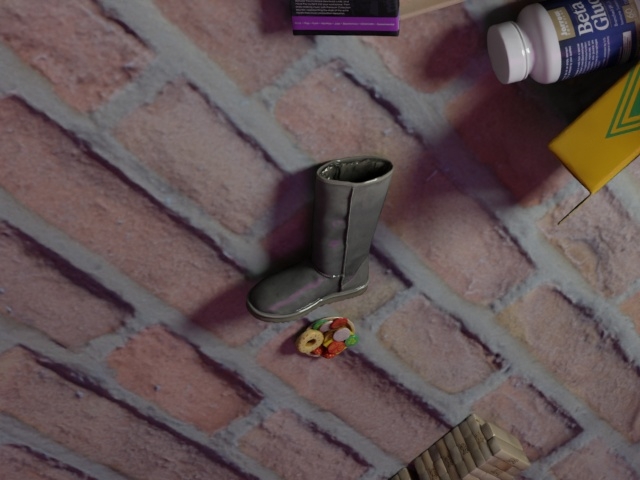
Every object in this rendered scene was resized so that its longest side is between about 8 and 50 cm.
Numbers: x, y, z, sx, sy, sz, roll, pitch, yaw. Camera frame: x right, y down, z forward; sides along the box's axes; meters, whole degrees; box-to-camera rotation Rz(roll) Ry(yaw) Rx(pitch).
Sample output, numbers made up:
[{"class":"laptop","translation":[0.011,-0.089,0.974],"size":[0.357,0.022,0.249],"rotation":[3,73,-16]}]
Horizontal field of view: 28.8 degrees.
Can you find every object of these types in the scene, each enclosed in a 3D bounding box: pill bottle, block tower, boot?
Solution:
[{"class":"pill bottle","translation":[0.282,-0.234,1.436],"size":[0.169,0.094,0.094],"rotation":[-16,137,-8]},{"class":"block tower","translation":[0.178,0.416,2.038],"size":[0.335,0.091,0.097],"rotation":[-41,134,19]},{"class":"boot","translation":[-0.002,-0.001,1.563],"size":[0.189,0.076,0.208],"rotation":[-21,146,-24]}]

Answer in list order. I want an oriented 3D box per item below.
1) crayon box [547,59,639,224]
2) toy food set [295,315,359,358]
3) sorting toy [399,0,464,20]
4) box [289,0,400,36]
[{"class":"crayon box","translation":[0.390,-0.165,1.482],"size":[0.323,0.083,0.203],"rotation":[-45,173,21]},{"class":"toy food set","translation":[0.011,0.136,1.742],"size":[0.082,0.020,0.083],"rotation":[-38,135,15]},{"class":"sorting toy","translation":[0.131,-0.345,1.311],"size":[0.193,0.038,0.208],"rotation":[-18,132,-5]},{"class":"box","translation":[0.023,-0.285,1.296],"size":[0.116,0.029,0.162],"rotation":[2,137,8]}]
